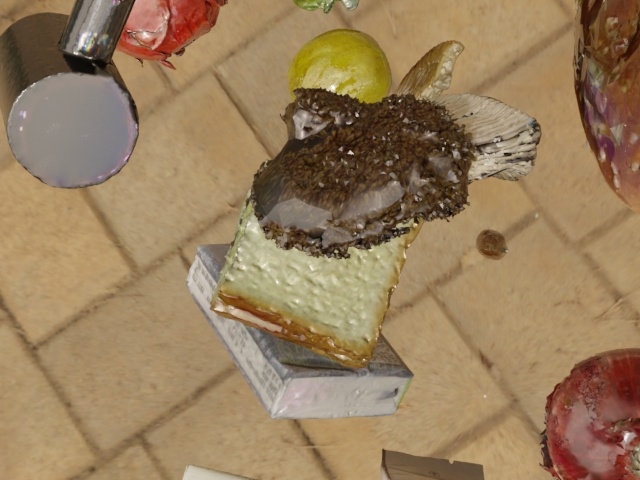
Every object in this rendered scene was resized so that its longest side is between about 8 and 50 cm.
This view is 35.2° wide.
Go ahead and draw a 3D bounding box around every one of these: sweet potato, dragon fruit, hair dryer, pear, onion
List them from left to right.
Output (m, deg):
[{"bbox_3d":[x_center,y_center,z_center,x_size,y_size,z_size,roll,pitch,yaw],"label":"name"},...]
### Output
[{"bbox_3d":[-0.115,-0.160,0.554,0.071,0.114,0.248,13,113,-29],"label":"hair dryer"},{"bbox_3d":[-0.269,-0.403,1.562,0.252,0.241,0.241,34,87,-24],"label":"dragon fruit"},{"bbox_3d":[0.031,-0.255,1.579,0.162,0.149,0.148,-18,79,10],"label":"pear"},{"bbox_3d":[0.284,0.010,1.627,0.049,0.117,0.049,-1,97,-8],"label":"sweet potato"},{"bbox_3d":[0.314,0.204,1.023,0.184,0.147,0.183,2,106,6],"label":"onion"}]

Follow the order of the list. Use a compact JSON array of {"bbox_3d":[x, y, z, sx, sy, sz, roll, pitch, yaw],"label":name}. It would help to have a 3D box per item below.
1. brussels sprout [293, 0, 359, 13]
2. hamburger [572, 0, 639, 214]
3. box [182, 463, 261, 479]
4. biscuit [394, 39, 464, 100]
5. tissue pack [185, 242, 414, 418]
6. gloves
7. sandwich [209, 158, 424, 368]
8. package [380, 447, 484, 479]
[{"bbox_3d":[-0.003,-0.368,1.276,0.139,0.100,0.181,-35,41,17],"label":"brussels sprout"},{"bbox_3d":[0.256,-0.127,0.636,0.146,0.286,0.243,1,126,-8],"label":"hamburger"},{"bbox_3d":[0.023,0.243,0.704,0.259,0.168,0.071,12,54,3],"label":"box"},{"bbox_3d":[0.179,-0.269,1.882,0.031,0.176,0.228,28,84,-22],"label":"biscuit"},{"bbox_3d":[-0.044,0.158,1.862,0.394,0.288,0.124,51,125,42],"label":"tissue pack"},{"bbox_3d":[0.069,-0.087,1.094,0.312,0.135,0.210,-28,56,-24],"label":"gloves"},{"bbox_3d":[0.001,0.000,1.523,0.262,0.131,0.325,24,77,-13],"label":"sandwich"},{"bbox_3d":[0.206,0.450,1.797,0.204,0.251,0.062,13,102,-1],"label":"package"}]
